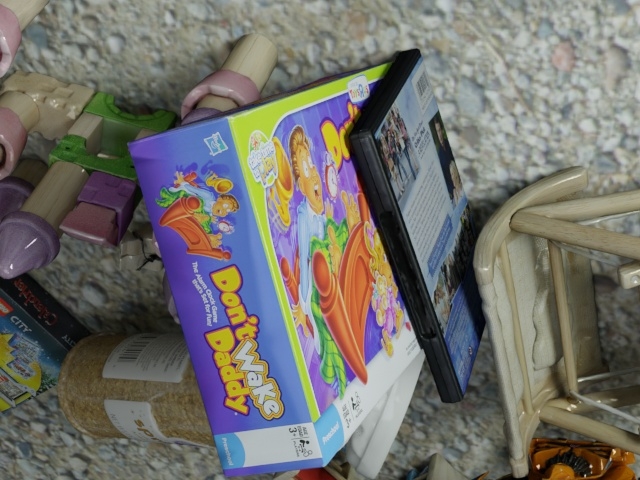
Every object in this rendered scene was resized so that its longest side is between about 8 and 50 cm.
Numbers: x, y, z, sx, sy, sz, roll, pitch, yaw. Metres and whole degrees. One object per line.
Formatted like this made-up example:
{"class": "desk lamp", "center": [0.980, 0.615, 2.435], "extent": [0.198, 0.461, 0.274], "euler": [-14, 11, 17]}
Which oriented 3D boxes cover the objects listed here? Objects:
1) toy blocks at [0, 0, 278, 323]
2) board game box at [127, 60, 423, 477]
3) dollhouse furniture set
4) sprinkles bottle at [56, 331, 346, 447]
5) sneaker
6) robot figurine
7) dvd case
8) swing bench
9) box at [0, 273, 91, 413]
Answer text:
{"class": "toy blocks", "center": [-0.208, -0.031, 1.025], "extent": [0.288, 0.260, 0.309], "euler": [16, 130, 3]}
{"class": "board game box", "center": [0.000, 0.000, 0.890], "extent": [0.078, 0.347, 0.233], "euler": [-11, 100, 23]}
{"class": "dollhouse furniture set", "center": [0.055, 0.290, 1.282], "extent": [0.183, 0.129, 0.129], "euler": [42, 127, -17]}
{"class": "sprinkles bottle", "center": [-0.121, 0.148, 1.158], "extent": [0.355, 0.121, 0.121], "euler": [-5, 128, 46]}
{"class": "sneaker", "center": [0.024, 0.102, 1.169], "extent": [0.169, 0.108, 0.293], "euler": [16, 120, 6]}
{"class": "robot figurine", "center": [0.231, 0.261, 1.133], "extent": [0.211, 0.291, 0.085], "euler": [-1, 97, 27]}
{"class": "dvd case", "center": [0.093, -0.015, 0.979], "extent": [0.022, 0.180, 0.253], "euler": [-9, 116, 24]}
{"class": "swing bench", "center": [0.284, 0.078, 1.033], "extent": [0.254, 0.165, 0.253], "euler": [2, 128, 22]}
{"class": "box", "center": [-0.386, 0.083, 1.306], "extent": [0.159, 0.044, 0.233], "euler": [-29, 114, 32]}
